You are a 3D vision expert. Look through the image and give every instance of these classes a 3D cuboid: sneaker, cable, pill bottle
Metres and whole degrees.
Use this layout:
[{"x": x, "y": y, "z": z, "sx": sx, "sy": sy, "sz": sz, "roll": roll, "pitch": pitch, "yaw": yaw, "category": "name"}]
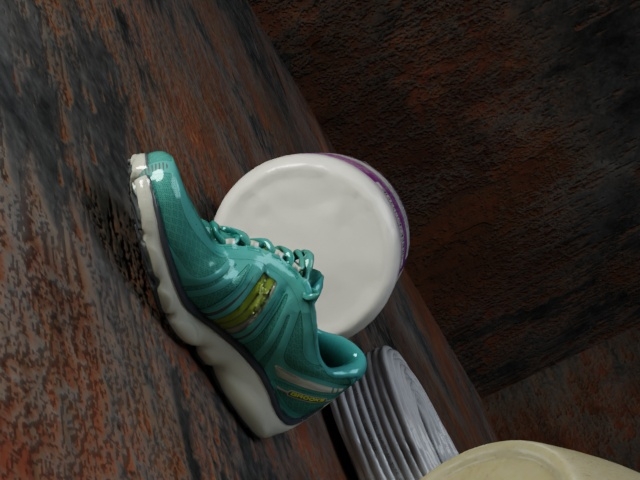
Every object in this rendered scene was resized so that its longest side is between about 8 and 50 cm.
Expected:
[{"x": -0.056, "y": 0.031, "z": 0.927, "sx": 0.275, "sy": 0.110, "sz": 0.107, "roll": 57, "pitch": 10, "yaw": -39, "category": "sneaker"}, {"x": 0.094, "y": 0.236, "z": 1.346, "sx": 0.257, "sy": 0.089, "sz": 0.257, "roll": 67, "pitch": 8, "yaw": 24, "category": "cable"}, {"x": 0.000, "y": 0.000, "z": 1.201, "sx": 0.169, "sy": 0.169, "sz": 0.301, "roll": 64, "pitch": 7, "yaw": -1, "category": "pill bottle"}]

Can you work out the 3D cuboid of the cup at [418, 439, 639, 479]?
[{"x": 0.158, "y": 0.273, "z": 0.846, "sx": 0.237, "sy": 0.331, "sz": 0.331, "roll": 52, "pitch": 11, "yaw": -23, "category": "cup"}]
